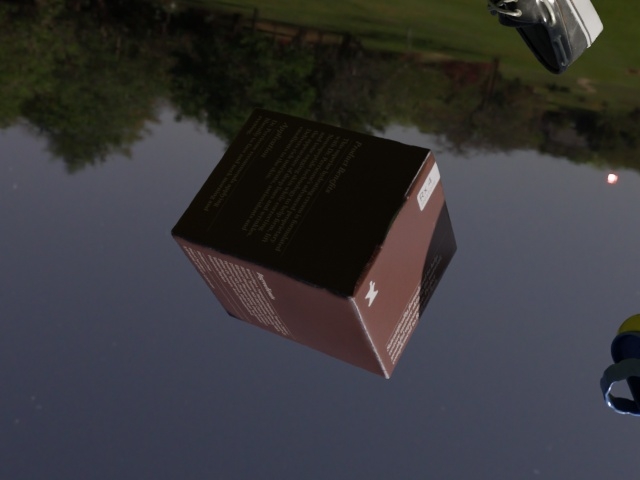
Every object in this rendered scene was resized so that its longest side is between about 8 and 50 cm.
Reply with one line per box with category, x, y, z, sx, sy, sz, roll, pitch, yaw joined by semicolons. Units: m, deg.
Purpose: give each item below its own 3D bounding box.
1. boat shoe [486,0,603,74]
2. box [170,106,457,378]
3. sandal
boat shoe;0.197;-0.236;0.833;0.219;0.070;0.078;35;-176;-41
box;0.000;0.000;0.862;0.203;0.168;0.167;19;154;27
sandal;0.494;0.237;1.160;0.138;0.126;0.317;-22;-133;-35
